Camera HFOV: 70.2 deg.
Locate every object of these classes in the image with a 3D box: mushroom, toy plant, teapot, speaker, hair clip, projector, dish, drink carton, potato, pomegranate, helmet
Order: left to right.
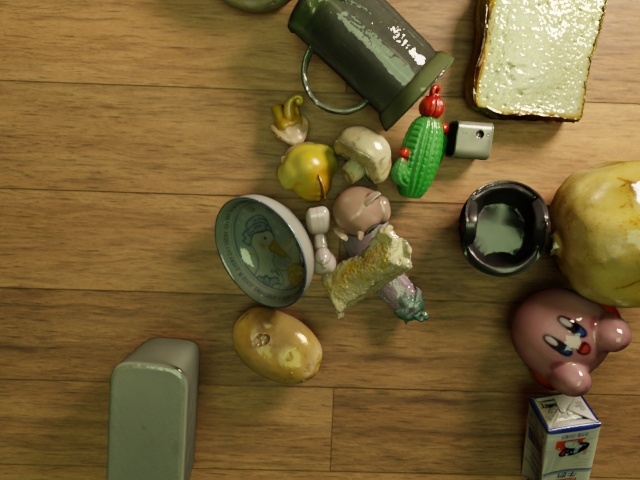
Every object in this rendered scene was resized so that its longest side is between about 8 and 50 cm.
[{"bbox_3d":[-0.400,0.452,1.121,0.183,0.184,0.406,6,100,-1],"label":"speaker"},{"bbox_3d":[-0.105,0.007,1.066,0.273,0.134,0.273,19,124,30],"label":"dish"},{"bbox_3d":[-0.108,0.260,1.113,0.233,0.146,0.150,30,54,6],"label":"potato"},{"bbox_3d":[0.072,-0.400,0.965,0.337,0.200,0.270,43,100,-6],"label":"teapot"},{"bbox_3d":[0.094,-0.183,1.022,0.154,0.154,0.122,39,86,-7],"label":"mushroom"},{"bbox_3d":[0.146,0.043,1.111,0.095,0.110,0.359,-35,97,-35],"label":"hair clip"},{"bbox_3d":[0.238,-0.212,1.035,0.154,0.088,0.240,24,92,-49],"label":"toy plant"},{"bbox_3d":[0.342,-0.231,1.052,0.082,0.083,0.083,4,101,-2],"label":"projector"},{"bbox_3d":[0.412,-0.028,1.035,0.189,0.193,0.216,1,93,16],"label":"helmet"},{"bbox_3d":[0.597,0.530,1.148,0.130,0.107,0.315,-9,119,3],"label":"drink carton"},{"bbox_3d":[0.656,-0.017,1.001,0.332,0.332,0.333,0,101,-1],"label":"pomegranate"}]

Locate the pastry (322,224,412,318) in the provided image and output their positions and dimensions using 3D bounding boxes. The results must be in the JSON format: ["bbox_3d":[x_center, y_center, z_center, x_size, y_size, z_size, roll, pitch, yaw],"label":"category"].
[{"bbox_3d":[0.107,0.065,1.052,0.258,0.089,0.121,-40,80,30],"label":"pastry"}]

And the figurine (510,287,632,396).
[{"bbox_3d":[0.569,0.222,1.090,0.211,0.261,0.270,40,100,20],"label":"figurine"}]

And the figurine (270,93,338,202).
[{"bbox_3d":[-0.040,-0.201,1.043,0.156,0.131,0.246,-24,89,-11],"label":"figurine"}]

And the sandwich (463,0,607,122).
[{"bbox_3d":[0.468,-0.418,1.013,0.271,0.099,0.301,6,104,3],"label":"sandwich"}]

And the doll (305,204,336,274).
[{"bbox_3d":[0.000,0.000,1.053,0.059,0.161,0.160,-8,98,-1],"label":"doll"}]

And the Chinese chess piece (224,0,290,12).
[{"bbox_3d":[-0.139,-0.620,0.965,0.250,0.101,0.250,0,101,-1],"label":"Chinese chess piece"}]

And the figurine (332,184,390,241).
[{"bbox_3d":[0.087,-0.064,1.027,0.125,0.125,0.138,42,101,-8],"label":"figurine"}]
